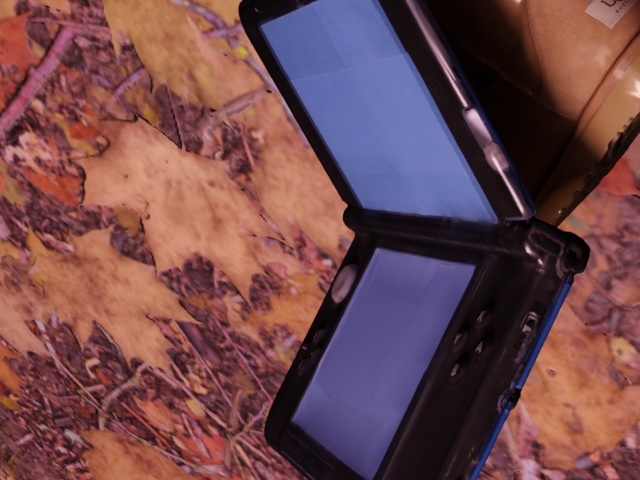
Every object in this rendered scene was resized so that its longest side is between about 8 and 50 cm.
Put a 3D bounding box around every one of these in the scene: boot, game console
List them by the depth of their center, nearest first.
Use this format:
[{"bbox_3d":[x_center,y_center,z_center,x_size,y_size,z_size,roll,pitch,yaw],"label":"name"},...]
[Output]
[{"bbox_3d":[0.060,-0.133,0.703,0.269,0.089,0.236,42,149,11],"label":"boot"},{"bbox_3d":[0.000,0.000,0.711,0.173,0.250,0.293,28,175,-15],"label":"game console"}]
